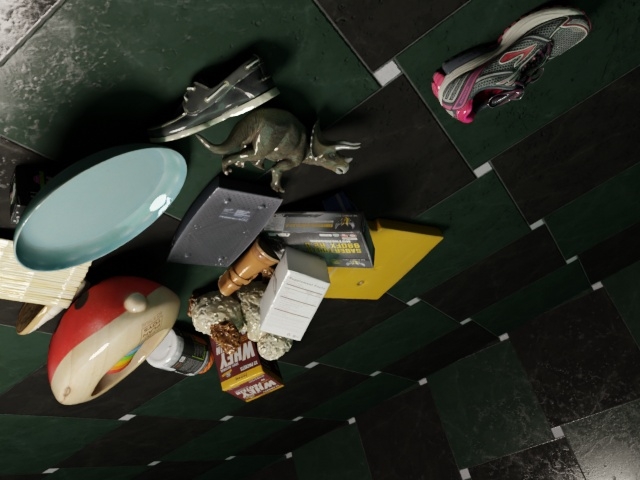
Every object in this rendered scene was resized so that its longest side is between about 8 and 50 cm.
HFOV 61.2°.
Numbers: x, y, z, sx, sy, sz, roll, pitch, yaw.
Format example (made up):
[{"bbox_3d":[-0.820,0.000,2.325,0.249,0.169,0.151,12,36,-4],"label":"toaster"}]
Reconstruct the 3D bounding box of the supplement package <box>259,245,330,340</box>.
[{"bbox_3d":[-0.063,0.123,1.252,0.105,0.105,0.179,19,117,-16],"label":"supplement package"}]

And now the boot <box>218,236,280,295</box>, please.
[{"bbox_3d":[-0.171,0.068,1.242,0.152,0.073,0.197,-39,178,-5],"label":"boot"}]

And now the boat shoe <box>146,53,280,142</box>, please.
[{"bbox_3d":[-0.186,-0.227,0.884,0.233,0.084,0.079,-21,112,12],"label":"boat shoe"}]

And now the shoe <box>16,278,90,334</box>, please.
[{"bbox_3d":[-0.586,0.142,1.179,0.219,0.076,0.058,-38,139,21],"label":"shoe"}]

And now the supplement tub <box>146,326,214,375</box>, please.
[{"bbox_3d":[-0.394,0.317,1.534,0.117,0.117,0.190,-29,148,12],"label":"supplement tub"}]

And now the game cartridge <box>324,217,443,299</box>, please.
[{"bbox_3d":[0.153,0.060,1.554,0.285,0.052,0.323,7,136,-39],"label":"game cartridge"}]

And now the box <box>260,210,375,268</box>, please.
[{"bbox_3d":[0.000,0.000,1.256,0.231,0.056,0.183,2,152,15],"label":"box"}]

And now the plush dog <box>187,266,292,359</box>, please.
[{"bbox_3d":[-0.215,0.181,1.376,0.225,0.262,0.210,-9,115,-38],"label":"plush dog"}]

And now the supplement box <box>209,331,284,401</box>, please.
[{"bbox_3d":[-0.222,0.354,1.623,0.129,0.194,0.191,-25,149,4],"label":"supplement box"}]

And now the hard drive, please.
[{"bbox_3d":[-0.213,-0.036,1.161,0.172,0.054,0.254,7,139,-39],"label":"hard drive"}]

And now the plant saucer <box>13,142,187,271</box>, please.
[{"bbox_3d":[-0.375,-0.062,0.927,0.318,0.043,0.317,-39,170,-8],"label":"plant saucer"}]

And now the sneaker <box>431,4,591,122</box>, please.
[{"bbox_3d":[0.368,-0.325,1.025,0.299,0.112,0.121,-29,148,11],"label":"sneaker"}]

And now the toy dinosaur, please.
[{"bbox_3d":[-0.090,-0.183,0.977,0.314,0.121,0.160,16,122,-43],"label":"toy dinosaur"}]

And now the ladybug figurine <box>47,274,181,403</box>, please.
[{"bbox_3d":[-0.477,0.211,1.219,0.305,0.162,0.449,-36,173,-47],"label":"ladybug figurine"}]

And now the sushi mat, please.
[{"bbox_3d":[-0.613,0.054,1.023,0.317,0.019,0.151,16,119,-36],"label":"sushi mat"}]

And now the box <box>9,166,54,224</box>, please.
[{"bbox_3d":[-0.482,-0.072,0.907,0.062,0.083,0.052,7,140,-40],"label":"box"}]

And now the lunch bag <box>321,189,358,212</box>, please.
[{"bbox_3d":[0.054,-0.066,1.269,0.065,0.067,0.098,-26,148,8],"label":"lunch bag"}]
